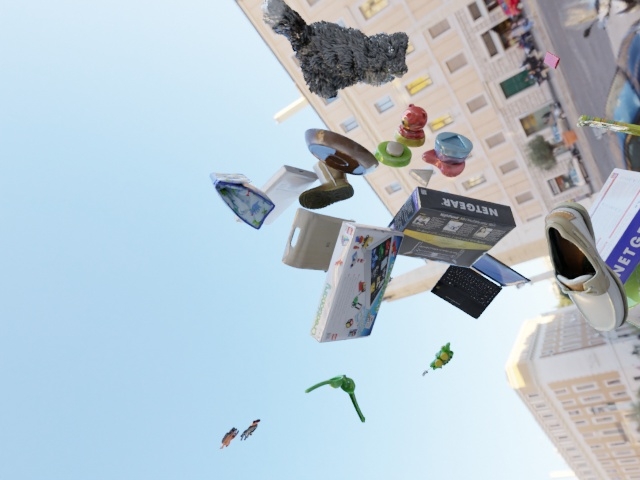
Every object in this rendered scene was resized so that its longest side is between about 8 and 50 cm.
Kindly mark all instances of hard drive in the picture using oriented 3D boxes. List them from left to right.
[{"bbox_3d":[-0.173,-0.170,1.714,0.203,0.307,0.040,2,-126,-55],"label":"hard drive"}]

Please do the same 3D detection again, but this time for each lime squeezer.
[{"bbox_3d":[0.055,0.476,1.386,0.310,0.058,0.110,42,-117,-38],"label":"lime squeezer"}]

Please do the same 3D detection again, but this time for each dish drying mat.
[{"bbox_3d":[0.695,-0.542,1.314,0.083,0.008,0.032,-87,0,-54],"label":"dish drying mat"}]

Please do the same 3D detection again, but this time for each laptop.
[{"bbox_3d":[0.595,0.173,1.645,0.234,0.264,0.136,31,-163,-7],"label":"laptop"}]

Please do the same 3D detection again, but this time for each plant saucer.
[{"bbox_3d":[0.071,-0.322,1.655,0.310,0.310,0.050,30,-98,-47],"label":"plant saucer"}]

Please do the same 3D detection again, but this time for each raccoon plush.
[{"bbox_3d":[0.072,-0.573,1.296,0.446,0.299,0.216,0,-92,-57],"label":"raccoon plush"}]

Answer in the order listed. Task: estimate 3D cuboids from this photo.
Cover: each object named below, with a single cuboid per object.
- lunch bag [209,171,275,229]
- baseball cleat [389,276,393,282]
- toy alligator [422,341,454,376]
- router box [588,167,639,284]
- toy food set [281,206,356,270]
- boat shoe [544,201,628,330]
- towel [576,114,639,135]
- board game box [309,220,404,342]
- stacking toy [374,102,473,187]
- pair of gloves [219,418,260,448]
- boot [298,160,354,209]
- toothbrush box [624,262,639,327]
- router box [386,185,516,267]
[{"bbox_3d":[-0.201,-0.112,1.073,0.151,0.096,0.129,32,-176,-27],"label":"lunch bag"},{"bbox_3d":[0.241,0.155,1.930,0.206,0.109,0.072,35,-142,-55],"label":"baseball cleat"},{"bbox_3d":[0.459,0.465,1.674,0.051,0.190,0.056,29,-154,2],"label":"toy alligator"},{"bbox_3d":[0.900,-0.041,1.333,0.082,0.336,0.301,25,-161,7],"label":"router box"},{"bbox_3d":[0.000,0.000,1.704,0.306,0.092,0.220,8,-77,-47],"label":"toy food set"},{"bbox_3d":[0.557,0.073,0.943,0.103,0.113,0.303,-32,-84,-36],"label":"boat shoe"},{"bbox_3d":[0.679,-0.231,0.932,0.102,0.237,0.021,-21,-52,-59],"label":"towel"},{"bbox_3d":[0.096,0.110,1.124,0.192,0.053,0.306,6,-75,-44],"label":"board game box"},{"bbox_3d":[0.356,-0.340,1.518,0.309,0.131,0.279,37,-130,25],"label":"stacking toy"},{"bbox_3d":[-0.172,0.410,0.929,0.083,0.074,0.010,-2,-138,-41],"label":"pair of gloves"},{"bbox_3d":[0.006,-0.242,1.811,0.270,0.236,0.089,-109,12,-51],"label":"boot"},{"bbox_3d":[1.011,0.137,1.332,0.206,0.122,0.283,27,-131,-4],"label":"toothbrush box"},{"bbox_3d":[0.373,-0.031,1.307,0.308,0.243,0.081,10,-125,-15],"label":"router box"}]
